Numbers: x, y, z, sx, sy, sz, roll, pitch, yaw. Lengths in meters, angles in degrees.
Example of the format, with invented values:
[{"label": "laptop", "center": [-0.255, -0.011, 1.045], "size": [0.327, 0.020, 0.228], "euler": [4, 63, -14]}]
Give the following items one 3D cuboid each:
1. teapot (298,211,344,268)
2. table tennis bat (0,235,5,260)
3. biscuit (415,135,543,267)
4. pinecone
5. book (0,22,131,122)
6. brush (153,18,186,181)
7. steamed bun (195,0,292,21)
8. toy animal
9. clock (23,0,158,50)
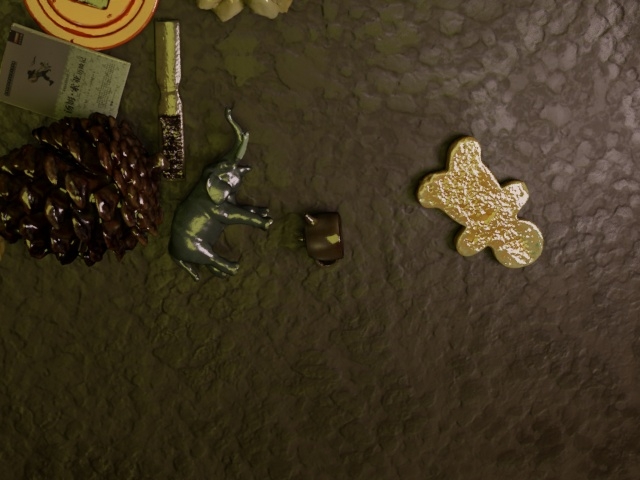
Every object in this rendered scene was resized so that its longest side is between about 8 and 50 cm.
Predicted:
[{"label": "teapot", "center": [0.000, 0.000, 1.645], "size": [0.068, 0.076, 0.121], "euler": [-6, 135, 6]}, {"label": "table tennis bat", "center": [-0.591, -0.050, 1.505], "size": [0.320, 0.050, 0.198], "euler": [27, 139, 12]}, {"label": "biscuit", "center": [0.263, -0.046, 1.678], "size": [0.234, 0.030, 0.153], "euler": [40, 98, -14]}, {"label": "pinecone", "center": [-0.349, -0.071, 1.517], "size": [0.272, 0.224, 0.224], "euler": [-14, 106, 2]}, {"label": "book", "center": [-0.383, -0.237, 1.554], "size": [0.181, 0.014, 0.127], "euler": [18, 119, -10]}, {"label": "brush", "center": [-0.227, -0.209, 1.584], "size": [0.043, 0.036, 0.248], "euler": [-2, 105, -10]}, {"label": "steamed bun", "center": [-0.110, -0.405, 1.508], "size": [0.177, 0.106, 0.192], "euler": [14, 104, -8]}, {"label": "toy animal", "center": [-0.141, -0.056, 1.607], "size": [0.137, 0.082, 0.270], "euler": [25, 102, -12]}, {"label": "clock", "center": [-0.334, -0.379, 1.521], "size": [0.205, 0.051, 0.205], "euler": [-1, 106, -5]}]
